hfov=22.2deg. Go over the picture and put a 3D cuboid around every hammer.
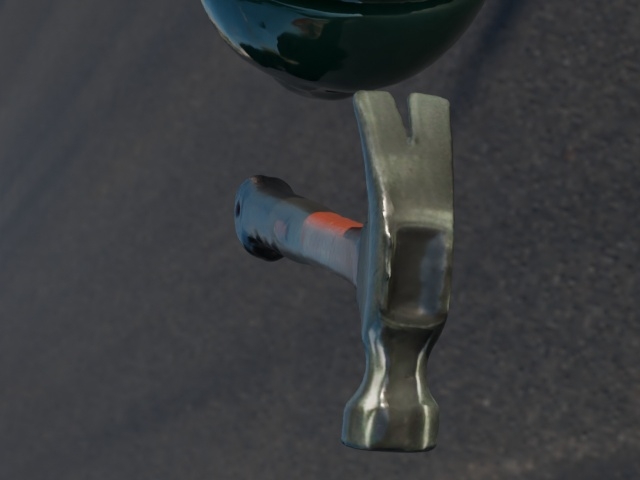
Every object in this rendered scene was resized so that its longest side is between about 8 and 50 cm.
[{"bbox_3d":[0.001,0.000,0.626,0.287,0.033,0.111,-161,77,-78],"label":"hammer"}]

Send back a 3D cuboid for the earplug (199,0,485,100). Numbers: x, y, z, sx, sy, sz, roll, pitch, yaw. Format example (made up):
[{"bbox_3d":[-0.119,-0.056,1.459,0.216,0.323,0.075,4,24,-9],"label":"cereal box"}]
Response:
[{"bbox_3d":[-0.020,-0.162,0.650,0.164,0.257,0.280,45,149,38],"label":"earplug"}]
